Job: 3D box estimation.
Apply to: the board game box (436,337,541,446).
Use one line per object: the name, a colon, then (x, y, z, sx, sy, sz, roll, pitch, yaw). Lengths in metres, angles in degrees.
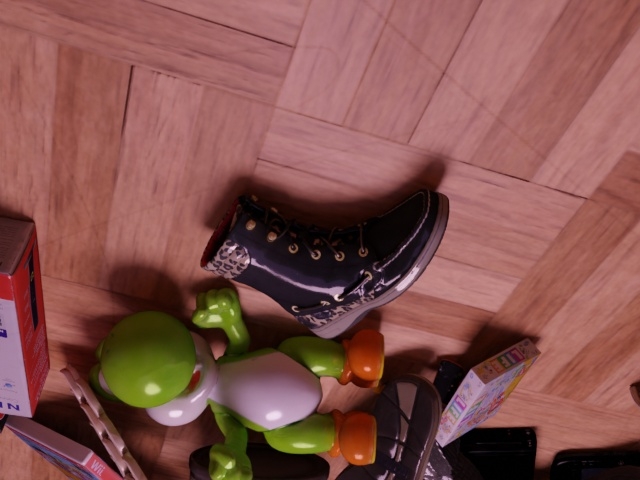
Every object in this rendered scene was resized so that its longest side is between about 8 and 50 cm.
board game box: (0.209, 0.196, 0.935, 0.103, 0.026, 0.154, -20, 146, -31)

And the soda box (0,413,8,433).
soda box: (-0.547, 0.248, 1.070, 0.168, 0.053, 0.060, -3, 135, 9)

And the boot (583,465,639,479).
boot: (0.393, 0.513, 1.125, 0.377, 0.138, 0.284, -34, 120, 16)

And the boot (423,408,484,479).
boot: (0.144, 0.353, 1.061, 0.161, 0.083, 0.247, -19, 102, 33)

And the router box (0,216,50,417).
router box: (-0.508, 0.078, 0.871, 0.335, 0.082, 0.301, 10, 135, -6)

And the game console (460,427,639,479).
game console: (0.371, 0.355, 1.115, 0.361, 0.044, 0.213, -5, 135, 8)

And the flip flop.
flip flop: (0.093, 0.296, 0.975, 0.112, 0.080, 0.277, 27, 109, 25)

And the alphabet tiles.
alphabet tiles: (-0.259, 0.297, 0.964, 0.021, 0.284, 0.278, -30, 156, -23)

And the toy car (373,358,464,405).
toy car: (0.135, 0.182, 0.975, 0.122, 0.060, 0.040, 3, -177, 25)

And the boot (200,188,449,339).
boot: (-0.001, 0.002, 0.752, 0.178, 0.085, 0.236, 29, 131, -20)

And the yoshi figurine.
yoshi figurine: (-0.107, 0.166, 0.870, 0.362, 0.204, 0.203, 7, 120, 1)

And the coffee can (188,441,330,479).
coffee can: (-0.099, 0.449, 1.038, 0.201, 0.276, 0.201, 5, 178, 0)

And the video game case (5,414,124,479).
video game case: (-0.353, 0.374, 1.143, 0.204, 0.025, 0.285, 11, 144, 34)

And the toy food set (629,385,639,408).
toy food set: (0.576, 0.233, 0.891, 0.306, 0.092, 0.220, -28, 106, 41)
